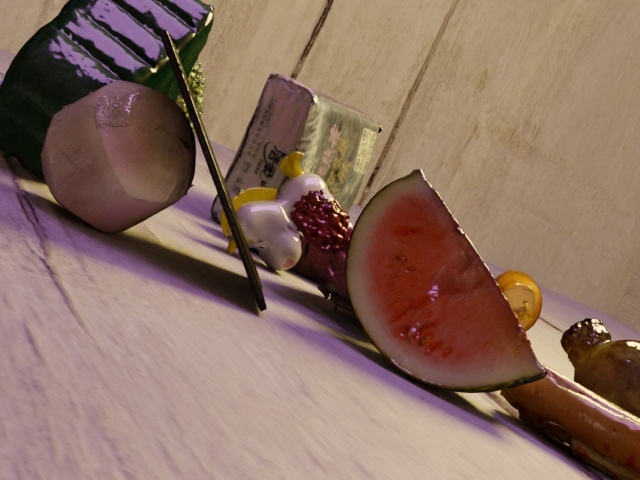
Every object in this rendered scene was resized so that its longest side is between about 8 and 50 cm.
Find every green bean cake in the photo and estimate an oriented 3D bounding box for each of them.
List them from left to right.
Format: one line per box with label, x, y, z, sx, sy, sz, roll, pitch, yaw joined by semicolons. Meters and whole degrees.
green bean cake;-0.311;-0.197;1.817;0.169;0.300;0.308;38;47;-1

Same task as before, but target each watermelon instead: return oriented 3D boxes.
watermelon;0.133;0.085;1.610;0.303;0.159;0.128;60;2;28

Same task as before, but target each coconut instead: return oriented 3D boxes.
coconut;-0.237;-0.091;1.563;0.183;0.171;0.171;-24;-30;37

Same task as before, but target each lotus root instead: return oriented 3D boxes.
lotus root;0.431;0.213;1.708;0.309;0.173;0.173;31;7;21

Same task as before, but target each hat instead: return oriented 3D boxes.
hat;0.049;0.047;1.767;0.286;0.107;0.236;49;-8;-34

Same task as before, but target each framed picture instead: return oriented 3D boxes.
framed picture;-0.124;-0.086;1.586;0.013;0.324;0.244;-19;8;-2

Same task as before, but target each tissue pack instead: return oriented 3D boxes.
tissue pack;-0.028;-0.120;2.249;0.122;0.259;0.361;24;6;20

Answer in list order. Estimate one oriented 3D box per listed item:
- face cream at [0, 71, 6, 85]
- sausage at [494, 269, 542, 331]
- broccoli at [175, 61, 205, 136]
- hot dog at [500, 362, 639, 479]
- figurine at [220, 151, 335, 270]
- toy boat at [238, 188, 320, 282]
face cream;-0.548;-0.241;1.982;0.250;0.077;0.077;21;7;-33
sausage;0.362;0.111;2.578;0.112;0.112;0.328;26;5;3
broccoli;-0.369;-0.268;2.539;0.252;0.221;0.361;20;14;22
hot dog;0.314;0.221;1.557;0.250;0.076;0.104;32;-12;26
figurine;-0.062;-0.030;1.886;0.109;0.178;0.130;9;-43;58
toy boat;-0.001;0.011;1.990;0.292;0.099;0.108;19;4;13
